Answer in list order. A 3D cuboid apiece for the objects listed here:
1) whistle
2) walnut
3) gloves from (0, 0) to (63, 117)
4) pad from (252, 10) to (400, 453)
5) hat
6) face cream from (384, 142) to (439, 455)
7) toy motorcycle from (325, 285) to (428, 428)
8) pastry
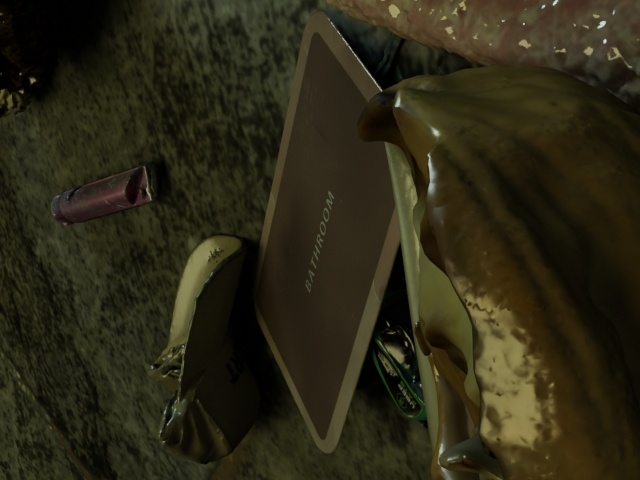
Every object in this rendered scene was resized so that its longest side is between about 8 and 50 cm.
[{"bbox_3d":[-0.187,-0.038,0.964,0.176,0.033,0.033,-10,99,52],"label":"whistle"},{"bbox_3d":[0.099,0.025,0.448,0.238,0.141,0.204,88,165,-80],"label":"walnut"},{"bbox_3d":[-0.271,-0.214,0.891,0.312,0.135,0.211,179,94,-72],"label":"gloves"},{"bbox_3d":[0.000,0.000,0.731,0.176,0.002,0.266,-120,33,-44],"label":"pad"},{"bbox_3d":[-0.074,0.085,0.858,0.147,0.084,0.175,-116,45,-69],"label":"hat"},{"bbox_3d":[0.108,0.088,0.590,0.137,0.084,0.341,-2,97,20],"label":"face cream"},{"bbox_3d":[0.078,0.104,0.695,0.173,0.058,0.100,53,147,20],"label":"toy motorcycle"},{"bbox_3d":[0.102,-0.123,0.517,0.265,0.112,0.103,40,127,41],"label":"pastry"}]
